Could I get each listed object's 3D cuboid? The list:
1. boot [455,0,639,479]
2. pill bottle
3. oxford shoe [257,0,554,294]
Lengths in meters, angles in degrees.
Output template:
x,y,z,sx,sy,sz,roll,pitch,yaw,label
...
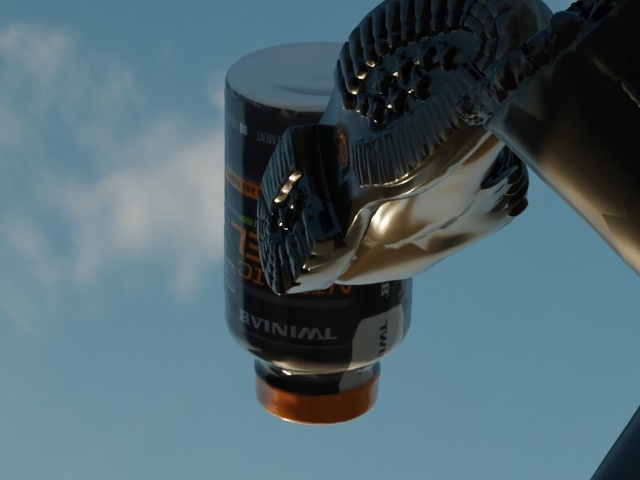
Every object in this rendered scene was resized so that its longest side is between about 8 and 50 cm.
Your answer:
x,y,z,sx,sy,sz,roll,pitch,yaw,label
0.064,0.005,0.338,0.121,0.045,0.099,-40,-87,26,boot
0.000,0.000,1.281,0.130,0.130,0.245,-7,-64,-16,pill bottle
0.052,-0.045,0.793,0.096,0.082,0.227,0,-20,-21,oxford shoe
